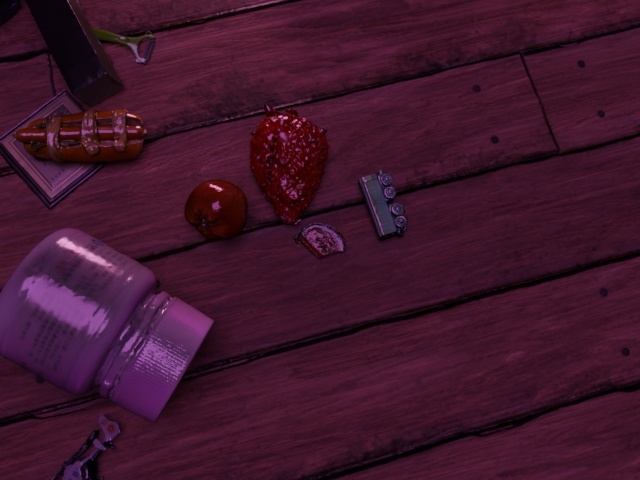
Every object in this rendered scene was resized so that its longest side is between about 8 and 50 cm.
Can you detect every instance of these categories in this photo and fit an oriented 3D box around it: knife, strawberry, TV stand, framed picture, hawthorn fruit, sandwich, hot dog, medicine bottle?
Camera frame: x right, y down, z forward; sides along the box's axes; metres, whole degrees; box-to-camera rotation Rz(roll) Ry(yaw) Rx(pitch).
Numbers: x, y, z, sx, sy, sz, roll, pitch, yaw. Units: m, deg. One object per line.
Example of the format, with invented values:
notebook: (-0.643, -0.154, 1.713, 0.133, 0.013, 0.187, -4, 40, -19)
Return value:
knife: (-0.446, -0.439, 1.434, 0.166, 0.022, 0.078, 16, 71, 0)
strawberry: (-0.078, -0.157, 1.341, 0.175, 0.098, 0.228, 14, 75, 2)
TV stand: (-0.525, -0.424, 1.388, 0.088, 0.083, 0.269, -31, 78, 5)
framed picture: (-0.548, -0.194, 1.374, 0.195, 0.010, 0.199, -42, 82, -11)
hawthorn fruit: (-0.203, -0.062, 1.310, 0.125, 0.140, 0.125, 1, 114, 3)
sandwich: (0.004, -0.001, 1.344, 0.101, 0.026, 0.069, 35, 76, 5)
hot dog: (-0.485, -0.212, 1.340, 0.270, 0.072, 0.109, -3, 75, -5)
medicine bottle: (-0.379, 0.154, 1.172, 0.325, 0.256, 0.256, 29, 77, -4)

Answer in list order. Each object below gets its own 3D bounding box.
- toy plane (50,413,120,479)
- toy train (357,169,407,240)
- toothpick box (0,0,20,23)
toy plane: (-0.434, 0.420, 1.210, 0.078, 0.053, 0.197, 34, 81, 15)
toy train: (0.132, -0.072, 1.361, 0.071, 0.038, 0.147, -19, 78, -4)
toothpick box: (-0.733, -0.549, 1.406, 0.153, 0.101, 0.101, 42, 78, 7)
